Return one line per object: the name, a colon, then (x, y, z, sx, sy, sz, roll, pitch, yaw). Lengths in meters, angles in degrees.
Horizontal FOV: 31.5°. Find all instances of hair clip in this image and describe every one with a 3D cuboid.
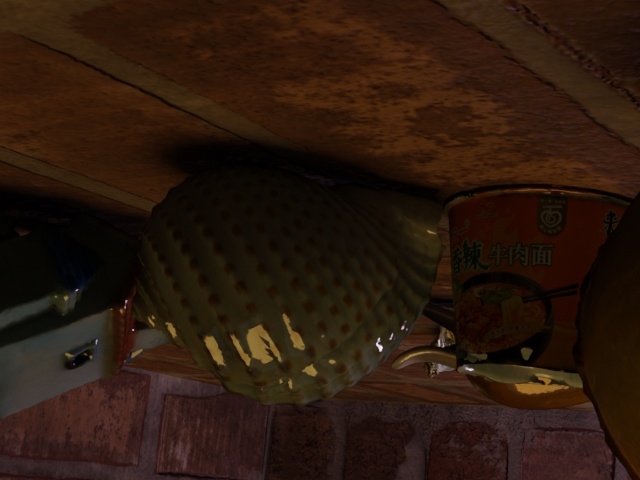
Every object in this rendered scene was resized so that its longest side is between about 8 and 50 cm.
hair clip: (0.258, 0.163, 1.827, 0.282, 0.113, 0.172, 5, 167, 5)

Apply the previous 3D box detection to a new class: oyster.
oyster: (0.250, 0.216, 2.124, 0.252, 0.087, 0.199, 8, 160, -41)

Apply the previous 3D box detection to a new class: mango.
mango: (0.359, 0.155, 1.626, 0.317, 0.173, 0.211, -1, 167, 4)

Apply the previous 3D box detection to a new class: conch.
conch: (-0.031, 0.062, 1.189, 0.319, 0.215, 0.303, -2, 136, 10)

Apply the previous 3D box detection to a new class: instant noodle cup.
instant noodle cup: (0.240, 0.059, 1.220, 0.230, 0.182, 0.230, 5, 168, 1)

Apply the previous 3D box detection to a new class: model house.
model house: (-0.325, 0.062, 1.537, 0.329, 0.252, 0.295, -13, 150, -20)

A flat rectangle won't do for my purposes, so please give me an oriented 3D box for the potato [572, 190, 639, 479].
potato: (0.409, 0.052, 0.678, 0.441, 0.386, 0.319, -2, 157, -9)
